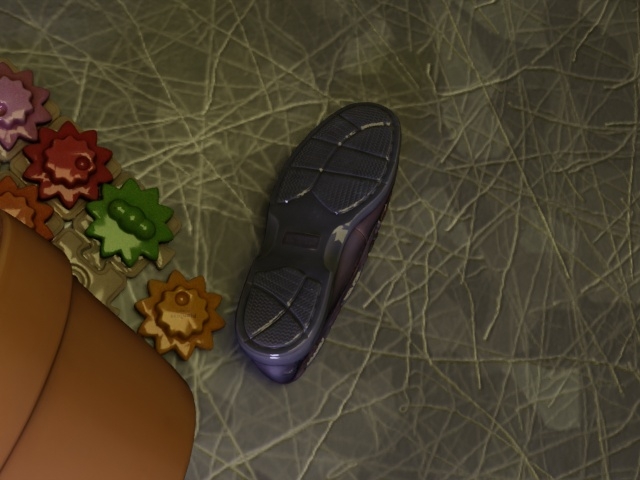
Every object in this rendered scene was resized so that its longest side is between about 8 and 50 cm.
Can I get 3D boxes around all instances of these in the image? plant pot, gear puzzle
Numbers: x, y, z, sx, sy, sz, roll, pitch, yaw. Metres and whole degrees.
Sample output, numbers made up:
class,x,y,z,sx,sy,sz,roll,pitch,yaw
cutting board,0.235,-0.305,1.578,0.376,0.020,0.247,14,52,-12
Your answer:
class,x,y,z,sx,sy,sz,roll,pitch,yaw
plant pot,-0.234,0.149,0.789,0.203,0.291,0.290,33,65,-27
gear puzzle,-0.226,-0.011,0.948,0.339,0.044,0.175,43,65,-4

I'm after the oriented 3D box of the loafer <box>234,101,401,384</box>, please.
class,x,y,z,sx,sy,sz,roll,pitch,yaw
loafer,0.000,0.000,1.020,0.109,0.095,0.302,15,61,16
